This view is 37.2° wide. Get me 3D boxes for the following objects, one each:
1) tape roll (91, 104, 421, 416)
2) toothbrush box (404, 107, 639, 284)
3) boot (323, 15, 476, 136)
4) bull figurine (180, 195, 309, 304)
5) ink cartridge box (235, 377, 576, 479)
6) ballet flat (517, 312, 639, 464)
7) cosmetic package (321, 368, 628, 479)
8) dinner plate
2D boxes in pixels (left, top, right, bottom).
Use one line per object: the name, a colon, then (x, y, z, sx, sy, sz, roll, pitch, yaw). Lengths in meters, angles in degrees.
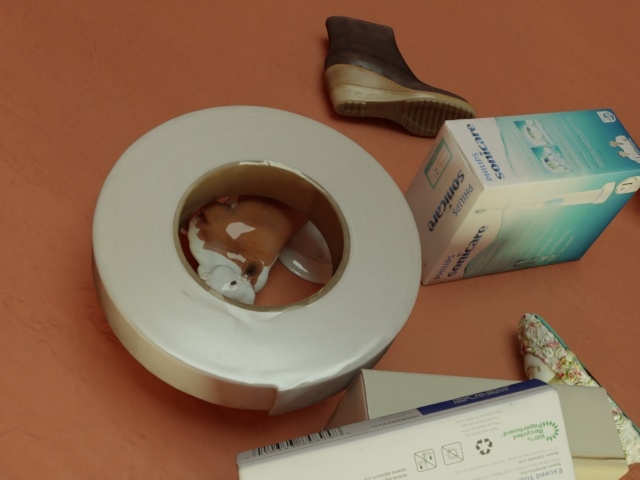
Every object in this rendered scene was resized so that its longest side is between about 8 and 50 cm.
tape roll: (-0.073, 0.010, 1.122, 0.392, 0.072, 0.392, 7, 56, -10)
toothbrush box: (0.280, -0.063, 1.351, 0.295, 0.216, 0.126, -9, 56, -26)
boot: (0.127, -0.278, 1.545, 0.248, 0.090, 0.207, 7, 53, -11)
bull figurine: (-0.103, -0.034, 1.249, 0.188, 0.101, 0.310, 39, 50, 5)
ink cartridge box: (0.107, 0.335, 0.944, 0.324, 0.071, 0.330, -12, 93, -7)
ballet flat: (0.325, 0.201, 1.250, 0.077, 0.091, 0.241, -32, 64, -13)
cosmetic package: (0.173, 0.241, 1.102, 0.309, 0.160, 0.113, 5, 52, -16)
dinner plate: (0.000, 0.000, 1.324, 0.141, 0.017, 0.141, 10, 52, -13)
